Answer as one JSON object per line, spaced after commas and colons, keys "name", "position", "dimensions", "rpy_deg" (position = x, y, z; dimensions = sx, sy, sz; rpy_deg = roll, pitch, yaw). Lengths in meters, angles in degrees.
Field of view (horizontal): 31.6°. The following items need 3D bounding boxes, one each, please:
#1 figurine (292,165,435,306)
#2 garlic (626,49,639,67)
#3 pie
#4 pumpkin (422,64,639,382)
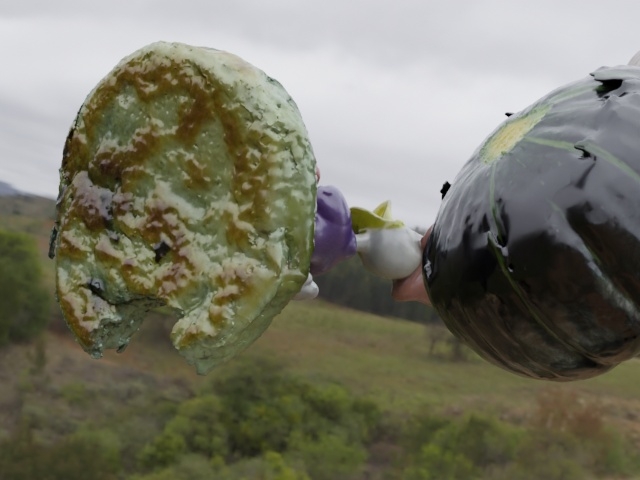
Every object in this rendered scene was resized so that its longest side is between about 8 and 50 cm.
{"name": "figurine", "position": [-0.006, -0.003, 1.400], "dimensions": [0.421, 0.154, 0.193], "rpy_deg": [0, 39, -34]}
{"name": "garlic", "position": [0.531, -0.139, 1.522], "dimensions": [0.241, 0.322, 0.322], "rpy_deg": [-25, 5, -8]}
{"name": "pie", "position": [-0.129, -0.032, 0.998], "dimensions": [0.302, 0.302, 0.067], "rpy_deg": [14, 3, 32]}
{"name": "pumpkin", "position": [0.243, 0.011, 1.007], "dimensions": [0.296, 0.296, 0.296], "rpy_deg": [15, -2, 0]}
